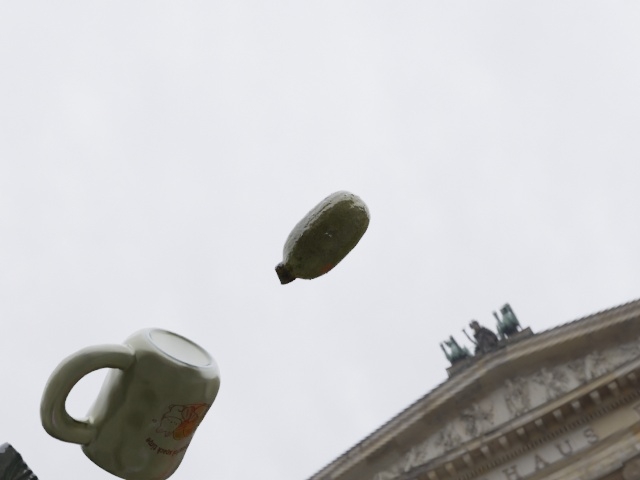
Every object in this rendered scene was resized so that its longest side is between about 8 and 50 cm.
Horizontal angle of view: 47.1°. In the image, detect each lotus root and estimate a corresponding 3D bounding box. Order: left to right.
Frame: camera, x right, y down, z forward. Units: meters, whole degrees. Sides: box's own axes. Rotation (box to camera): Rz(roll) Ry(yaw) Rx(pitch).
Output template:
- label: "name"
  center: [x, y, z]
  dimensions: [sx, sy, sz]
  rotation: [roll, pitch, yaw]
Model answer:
- label: "lotus root"
  center: [0.000, 0.000, 1.134]
  dimensions: [0.183, 0.090, 0.077]
  rotation: [-43, -27, -6]

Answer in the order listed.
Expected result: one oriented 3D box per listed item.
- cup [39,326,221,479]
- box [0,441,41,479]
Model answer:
- label: "cup"
  center: [-0.303, 0.241, 1.161]
  dimensions: [0.255, 0.173, 0.202]
  rotation: [26, -85, -19]
- label: "box"
  center: [-0.492, 0.464, 1.132]
  dimensions: [0.274, 0.178, 0.138]
  rotation: [47, -46, 7]
